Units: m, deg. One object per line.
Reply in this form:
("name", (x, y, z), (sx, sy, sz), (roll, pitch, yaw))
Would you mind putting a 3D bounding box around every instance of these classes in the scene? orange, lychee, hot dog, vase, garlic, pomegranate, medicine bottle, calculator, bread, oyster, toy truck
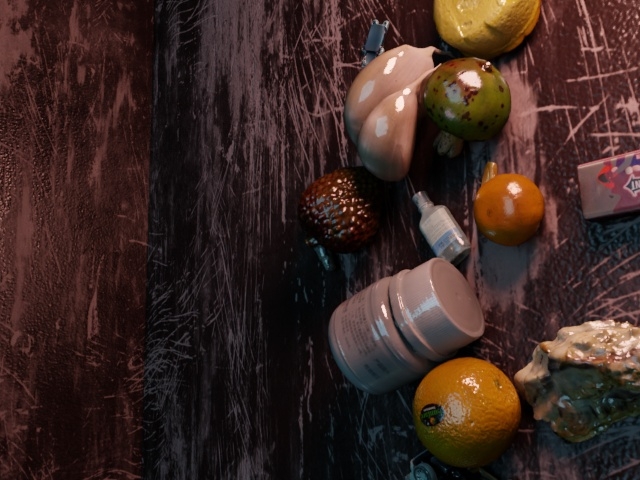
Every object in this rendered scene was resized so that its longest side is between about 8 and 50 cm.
("orange", (0.406, -0.066, 1.232), (0.156, 0.124, 0.156), (22, 115, 59))
("lychee", (0.060, -0.082, 1.557), (0.271, 0.236, 0.236), (-51, 46, 2))
("hot dog", (0.389, -0.113, 1.328), (0.044, 0.028, 0.137), (-172, 92, -75))
("vase", (0.000, 0.000, 1.729), (0.060, 0.060, 0.211), (-44, 54, 36))
("garlic", (0.196, -0.309, 1.387), (0.340, 0.246, 0.231), (-60, 29, 23))
("pomegranate", (0.327, -0.299, 1.318), (0.202, 0.202, 0.248), (62, 145, 34))
("orange", (0.305, 0.362, 1.212), (0.236, 0.236, 0.236), (-10, 77, 48))
("medicine bottle", (0.290, -0.034, 1.410), (0.090, 0.054, 0.208), (-51, 48, 33))
("calculator", (0.157, -0.569, 1.670), (0.094, 0.019, 0.141), (31, 109, 47))
("bread", (0.379, -0.559, 1.320), (0.270, 0.148, 0.269), (-8, 80, 52))
("oyster", (0.511, 0.252, 1.079), (0.354, 0.107, 0.201), (-44, 58, 36))
("toy truck", (0.315, 0.582, 1.233), (0.338, 0.133, 0.184), (25, 120, 45))
("medicine bottle", (0.197, 0.198, 1.336), (0.306, 0.245, 0.245), (-35, 59, 32))

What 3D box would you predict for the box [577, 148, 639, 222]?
("box", (0.598, -0.109, 1.059), (0.224, 0.069, 0.120), (-15, 74, 47))
